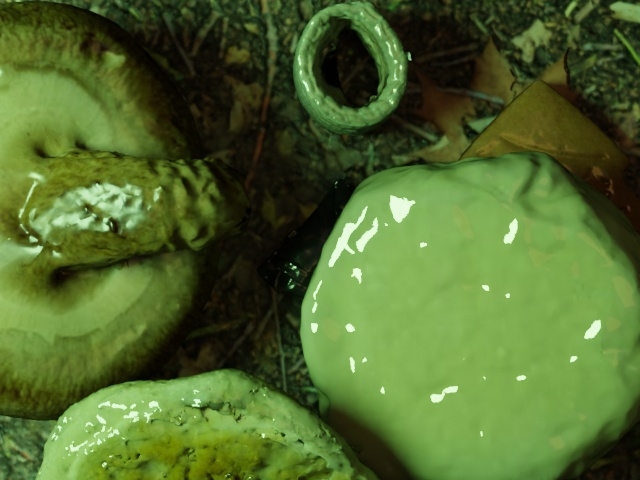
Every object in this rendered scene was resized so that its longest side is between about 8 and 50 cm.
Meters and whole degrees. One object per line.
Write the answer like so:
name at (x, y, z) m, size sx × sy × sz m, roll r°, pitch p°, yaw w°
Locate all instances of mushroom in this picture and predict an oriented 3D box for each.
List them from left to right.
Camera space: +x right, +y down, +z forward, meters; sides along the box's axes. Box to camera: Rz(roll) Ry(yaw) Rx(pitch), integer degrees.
mushroom at (-0.244, -0.019, 1.344) m, size 0.345 × 0.239 × 0.345 m, roll 1°, pitch 66°, yaw -1°

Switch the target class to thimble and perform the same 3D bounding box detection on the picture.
thimble at (0.027, -0.155, 1.436) m, size 0.102 × 0.090 × 0.115 m, roll 0°, pitch 88°, yaw -4°

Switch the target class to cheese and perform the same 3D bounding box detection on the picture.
cheese at (0.134, 0.080, 1.363) m, size 0.318 × 0.115 × 0.326 m, roll 38°, pitch 106°, yaw 10°

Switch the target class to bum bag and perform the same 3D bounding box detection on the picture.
bum bag at (0.000, 0.000, 1.448) m, size 0.058 × 0.034 × 0.124 m, roll 42°, pitch 82°, yaw 10°

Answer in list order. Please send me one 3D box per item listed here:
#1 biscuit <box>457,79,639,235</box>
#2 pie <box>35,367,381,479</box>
biscuit at (0.209, 0.002, 1.469) m, size 0.284 × 0.043 × 0.306 m, roll -3°, pitch 87°, yaw -7°
pie at (-0.090, 0.256, 1.340) m, size 0.339 × 0.077 × 0.339 m, roll -3°, pitch 118°, yaw -5°
